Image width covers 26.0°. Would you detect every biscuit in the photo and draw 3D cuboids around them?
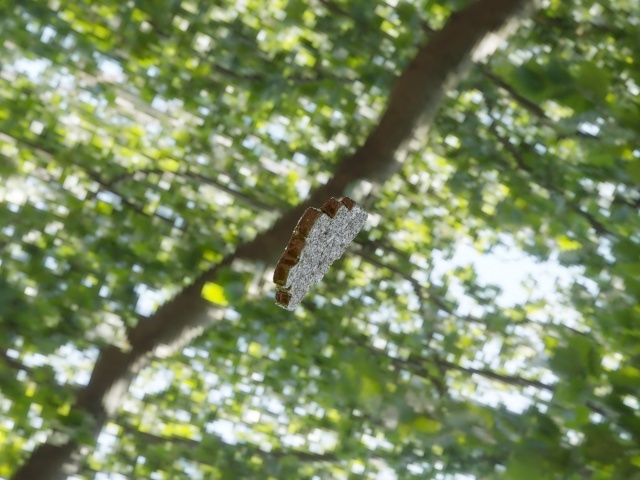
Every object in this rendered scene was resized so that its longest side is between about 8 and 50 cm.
[{"bbox_3d":[0.000,0.000,0.859,0.016,0.092,0.082,31,-45,18],"label":"biscuit"}]
